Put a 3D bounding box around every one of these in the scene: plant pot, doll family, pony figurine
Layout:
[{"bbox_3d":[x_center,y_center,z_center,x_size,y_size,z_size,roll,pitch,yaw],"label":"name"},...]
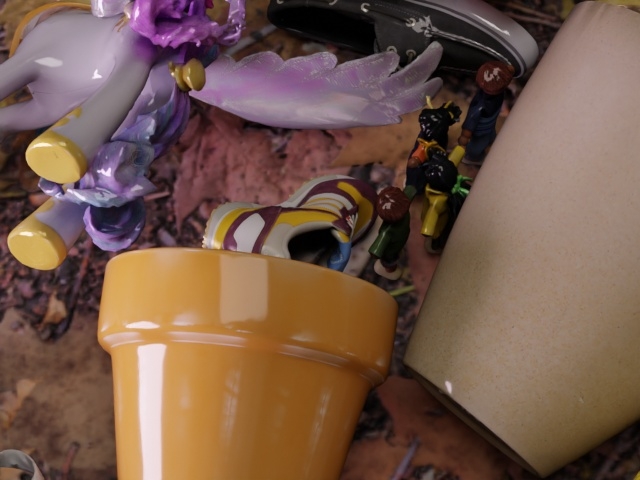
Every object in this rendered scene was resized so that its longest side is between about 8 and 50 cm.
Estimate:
[{"bbox_3d":[-0.059,0.121,1.236,0.205,0.205,0.188,6,76,7],"label":"plant pot"},{"bbox_3d":[0.094,-0.059,1.366,0.076,0.111,0.193,14,61,11],"label":"doll family"},{"bbox_3d":[0.191,0.021,1.263,0.256,0.256,0.274,37,85,21],"label":"plant pot"},{"bbox_3d":[-0.131,-0.145,1.343,0.351,0.303,0.363,0,41,33],"label":"pony figurine"}]

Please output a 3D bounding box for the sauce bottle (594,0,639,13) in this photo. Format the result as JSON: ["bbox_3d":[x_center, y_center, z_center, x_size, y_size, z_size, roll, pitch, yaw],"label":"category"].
[{"bbox_3d":[0.304,-0.258,1.471,0.111,0.111,0.344,17,63,12],"label":"sauce bottle"}]

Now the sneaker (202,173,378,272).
[{"bbox_3d":[0.000,0.000,1.322,0.084,0.069,0.185,21,25,34],"label":"sneaker"}]

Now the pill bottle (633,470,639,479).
[{"bbox_3d":[0.251,0.225,1.109,0.188,0.188,0.334,31,50,19],"label":"pill bottle"}]

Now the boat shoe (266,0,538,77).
[{"bbox_3d":[0.059,-0.166,1.452,0.228,0.080,0.076,24,70,17],"label":"boat shoe"}]

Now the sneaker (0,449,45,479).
[{"bbox_3d":[-0.344,0.248,1.198,0.210,0.137,0.366,22,61,17],"label":"sneaker"}]
